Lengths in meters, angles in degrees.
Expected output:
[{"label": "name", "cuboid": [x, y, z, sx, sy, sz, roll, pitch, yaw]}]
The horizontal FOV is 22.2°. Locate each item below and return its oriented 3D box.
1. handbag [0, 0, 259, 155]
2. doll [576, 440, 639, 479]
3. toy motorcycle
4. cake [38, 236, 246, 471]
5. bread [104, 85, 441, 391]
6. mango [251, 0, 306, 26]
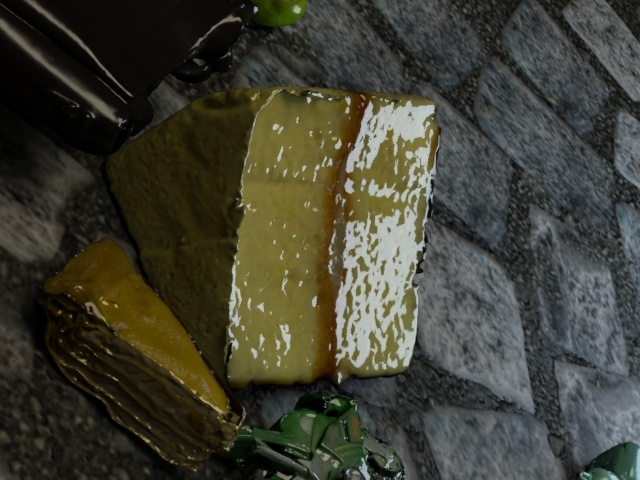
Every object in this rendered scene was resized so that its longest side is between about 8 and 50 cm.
[{"label": "handbag", "cuboid": [-0.202, -0.195, 1.307, 0.257, 0.113, 0.285, 36, 34, 3]}, {"label": "doll", "cuboid": [0.299, 0.284, 1.578, 0.158, 0.059, 0.159, -15, 73, -56]}, {"label": "toy motorcycle", "cuboid": [-0.006, 0.173, 1.303, 0.190, 0.074, 0.106, -11, 60, -52]}, {"label": "cake", "cuboid": [-0.137, 0.084, 1.238, 0.185, 0.080, 0.116, 33, 25, -12]}, {"label": "bread", "cuboid": [0.000, 0.000, 1.365, 0.263, 0.198, 0.236, 0, 68, -48]}, {"label": "mango", "cuboid": [-0.062, -0.250, 1.617, 0.108, 0.056, 0.073, 19, 41, -37]}]
